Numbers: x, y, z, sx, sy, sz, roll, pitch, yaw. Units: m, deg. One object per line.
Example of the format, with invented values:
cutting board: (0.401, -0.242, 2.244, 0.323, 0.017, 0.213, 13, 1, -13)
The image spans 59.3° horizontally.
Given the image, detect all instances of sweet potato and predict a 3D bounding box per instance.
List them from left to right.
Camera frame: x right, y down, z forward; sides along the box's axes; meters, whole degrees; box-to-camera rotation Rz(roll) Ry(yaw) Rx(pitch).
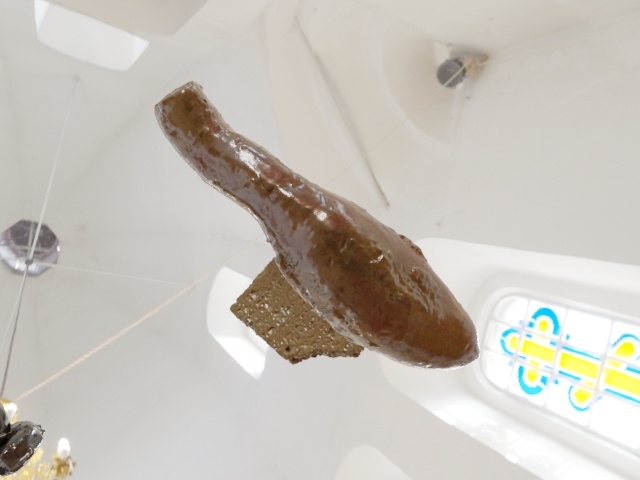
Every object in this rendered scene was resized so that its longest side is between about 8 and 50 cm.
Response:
sweet potato: (0.000, 0.000, 0.513, 0.385, 0.109, 0.109, 40, -103, -8)

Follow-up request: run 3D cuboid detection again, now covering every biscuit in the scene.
biscuit: (-0.033, 0.134, 0.936, 0.131, 0.237, 0.026, -51, -27, -8)

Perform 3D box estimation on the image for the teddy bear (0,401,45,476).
teddy bear: (-0.416, 0.201, 0.560, 0.171, 0.251, 0.144, 43, -119, -37)
